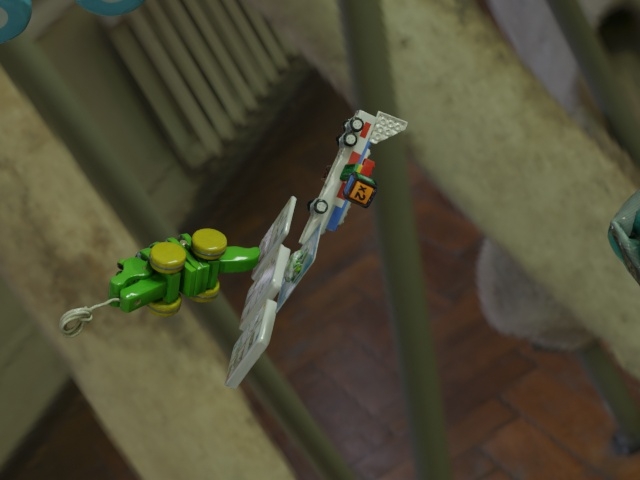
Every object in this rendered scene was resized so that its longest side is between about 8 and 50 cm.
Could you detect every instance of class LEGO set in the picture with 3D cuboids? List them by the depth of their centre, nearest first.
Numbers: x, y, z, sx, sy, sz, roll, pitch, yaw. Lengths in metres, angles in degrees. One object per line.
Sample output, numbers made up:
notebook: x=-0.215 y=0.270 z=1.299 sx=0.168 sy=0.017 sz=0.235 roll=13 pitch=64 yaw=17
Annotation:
LEGO set: x=0.000 y=0.000 z=1.350 sx=0.244 sy=0.060 sz=0.182 roll=-55 pitch=16 yaw=43

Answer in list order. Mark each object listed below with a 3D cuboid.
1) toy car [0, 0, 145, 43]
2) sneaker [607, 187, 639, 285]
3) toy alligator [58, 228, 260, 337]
toy car: x=-0.257 y=-0.331 z=1.331 sx=0.210 sy=0.238 sz=0.219 roll=-13 pitch=52 yaw=-1
sneaker: x=0.189 y=0.063 z=0.662 sx=0.124 sy=0.178 sz=0.295 roll=-7 pitch=41 yaw=16
toy alligator: x=-0.135 y=0.027 z=1.256 sx=0.190 sy=0.056 sz=0.051 roll=-19 pitch=46 yaw=-33
